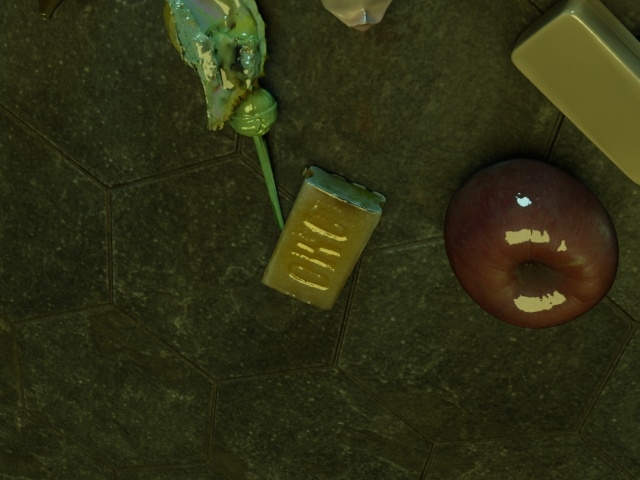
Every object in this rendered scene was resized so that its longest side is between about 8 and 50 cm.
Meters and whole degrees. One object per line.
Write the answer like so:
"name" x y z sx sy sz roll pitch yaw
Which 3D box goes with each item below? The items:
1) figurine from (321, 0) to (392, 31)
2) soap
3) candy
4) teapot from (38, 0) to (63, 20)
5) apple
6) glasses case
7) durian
"figurine" 0.048 -0.471 1.033 0.201 0.133 0.275 -11 120 -2
"soap" 0.000 0.000 1.366 0.174 0.089 0.274 22 124 -3
"candy" -0.108 -0.152 1.323 0.092 0.093 0.335 37 149 45
"teapot" -0.469 -0.514 1.126 0.186 0.175 0.267 8 123 8
"apple" 0.367 0.002 1.181 0.306 0.235 0.305 8 126 11
"glasses case" 0.471 -0.237 1.069 0.336 0.076 0.144 41 147 -12
"durian" -0.187 -0.348 1.150 0.172 0.166 0.306 -8 106 16
